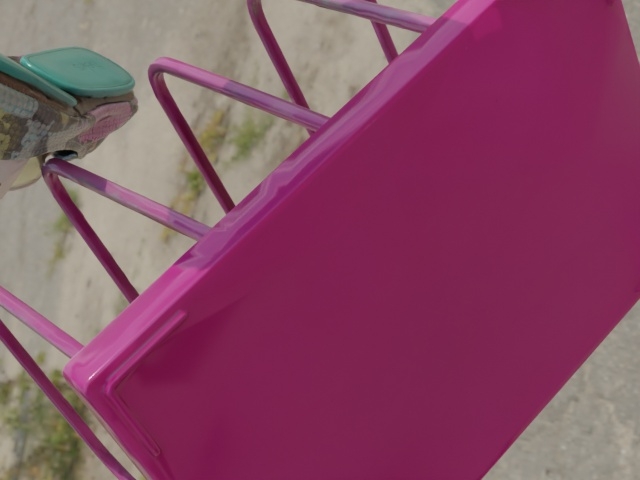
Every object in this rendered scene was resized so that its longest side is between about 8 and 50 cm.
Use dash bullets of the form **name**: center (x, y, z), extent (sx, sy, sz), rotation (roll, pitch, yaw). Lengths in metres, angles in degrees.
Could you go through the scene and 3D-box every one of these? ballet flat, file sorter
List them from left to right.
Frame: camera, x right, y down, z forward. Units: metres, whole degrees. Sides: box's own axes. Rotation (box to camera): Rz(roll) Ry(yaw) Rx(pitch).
- **ballet flat**: center (-0.147, -0.056, 0.570), extent (0.079, 0.077, 0.221), rotation (-60, -5, 8)
- **file sorter**: center (0.000, 0.000, 0.582), extent (0.290, 0.202, 0.182), rotation (-44, 40, -19)
